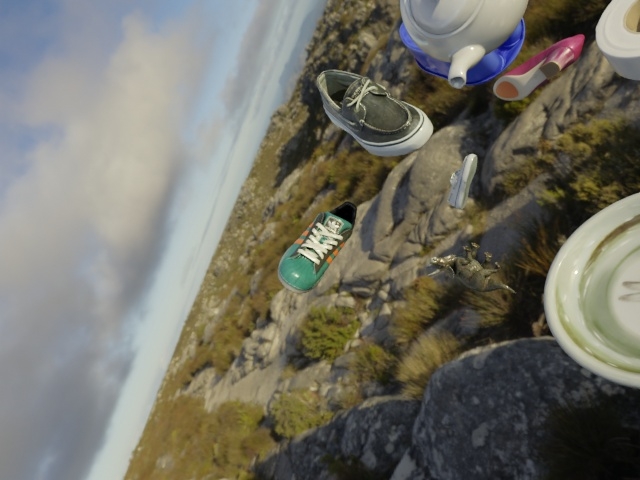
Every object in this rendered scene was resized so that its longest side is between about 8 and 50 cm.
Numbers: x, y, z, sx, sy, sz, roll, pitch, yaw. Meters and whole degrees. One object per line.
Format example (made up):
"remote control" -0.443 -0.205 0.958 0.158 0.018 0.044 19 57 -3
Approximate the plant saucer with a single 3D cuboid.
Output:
"plant saucer" 0.612 0.086 0.832 0.400 0.100 0.401 -40 28 27

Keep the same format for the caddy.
"caddy" 0.393 -0.580 1.316 0.341 0.179 0.241 39 105 37

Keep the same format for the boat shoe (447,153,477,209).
"boat shoe" 0.515 -0.220 1.740 0.083 0.075 0.226 -34 -40 -43

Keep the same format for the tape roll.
"tape roll" 0.862 -0.552 1.178 0.286 0.100 0.286 -32 43 36

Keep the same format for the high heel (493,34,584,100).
"high heel" 0.545 -0.436 1.189 0.117 0.082 0.244 -45 6 -13

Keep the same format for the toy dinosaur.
"toy dinosaur" 0.563 0.114 1.724 0.121 0.313 0.160 -32 -31 -57

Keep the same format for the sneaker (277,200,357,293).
"sneaker" 0.000 0.000 1.090 0.121 0.108 0.302 -61 -5 38

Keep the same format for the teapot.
"teapot" 0.240 -0.452 0.847 0.187 0.256 0.253 -25 -31 -48

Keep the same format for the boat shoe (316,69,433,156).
"boat shoe" 0.087 -0.273 0.975 0.121 0.119 0.335 -49 42 -4
